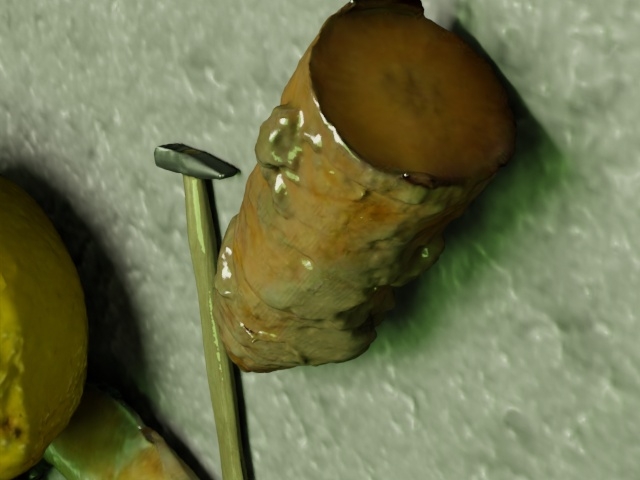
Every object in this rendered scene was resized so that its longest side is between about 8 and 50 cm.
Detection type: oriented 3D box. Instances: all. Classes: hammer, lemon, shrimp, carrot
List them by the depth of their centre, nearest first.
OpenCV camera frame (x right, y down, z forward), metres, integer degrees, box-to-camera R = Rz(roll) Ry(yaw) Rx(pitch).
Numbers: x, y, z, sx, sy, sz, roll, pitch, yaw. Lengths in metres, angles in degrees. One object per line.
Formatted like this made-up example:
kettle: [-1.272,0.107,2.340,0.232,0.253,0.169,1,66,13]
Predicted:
carrot: [0.000,0.000,0.795,0.102,0.102,0.263,58,149,16]
hammer: [-0.055,0.047,0.941,0.062,0.013,0.199,16,119,49]
lemon: [-0.240,0.047,1.028,0.260,0.204,0.204,42,137,40]
shrimp: [-0.182,0.233,1.147,0.445,0.085,0.272,-27,80,52]
